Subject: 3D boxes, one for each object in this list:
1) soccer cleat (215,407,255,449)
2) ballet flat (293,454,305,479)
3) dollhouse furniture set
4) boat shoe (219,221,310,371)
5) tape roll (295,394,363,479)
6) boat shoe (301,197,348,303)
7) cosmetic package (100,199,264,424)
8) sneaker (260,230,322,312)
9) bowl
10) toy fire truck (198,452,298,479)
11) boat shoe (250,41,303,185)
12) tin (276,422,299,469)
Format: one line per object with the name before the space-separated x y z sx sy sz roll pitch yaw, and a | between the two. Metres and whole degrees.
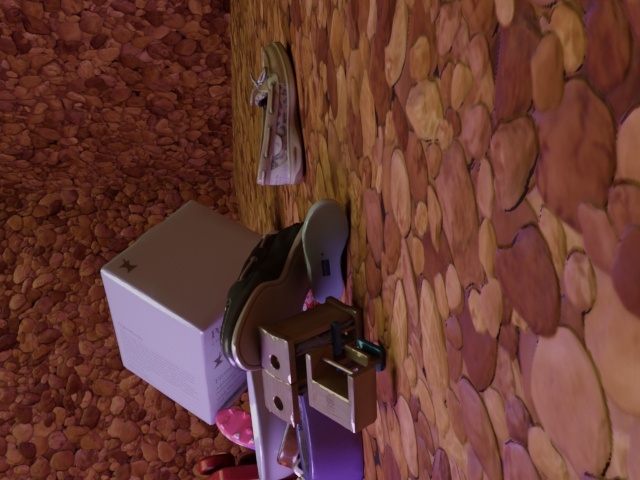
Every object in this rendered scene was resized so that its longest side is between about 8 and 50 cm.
soccer cleat | -0.148 0.495 1.765 0.095 0.248 0.083 97 -165 -53
ballet flat | -0.018 0.466 1.366 0.077 0.079 0.221 -51 13 3
dollhouse furniture set | 0.028 0.175 0.914 0.183 0.129 0.129 20 120 46
boat shoe | -0.083 0.082 1.063 0.112 0.095 0.335 67 -151 -23
tape roll | 0.008 0.299 1.130 0.189 0.080 0.189 173 90 -81
boat shoe | 0.000 0.000 1.027 0.083 0.065 0.183 -105 12 -50
cosmetic package | -0.305 0.181 1.815 0.327 0.329 0.394 28 139 23
sneaker | -0.054 0.025 1.310 0.270 0.090 0.145 -113 20 -49
bowl | -0.086 0.397 1.596 0.298 0.134 0.298 173 90 -81
toy fire truck | -0.173 0.635 1.873 0.254 0.302 0.169 -41 52 46
boat shoe | -0.090 -0.243 1.344 0.104 0.089 0.285 114 149 -73
tin | -0.040 0.333 1.342 0.106 0.040 0.190 120 170 -66
